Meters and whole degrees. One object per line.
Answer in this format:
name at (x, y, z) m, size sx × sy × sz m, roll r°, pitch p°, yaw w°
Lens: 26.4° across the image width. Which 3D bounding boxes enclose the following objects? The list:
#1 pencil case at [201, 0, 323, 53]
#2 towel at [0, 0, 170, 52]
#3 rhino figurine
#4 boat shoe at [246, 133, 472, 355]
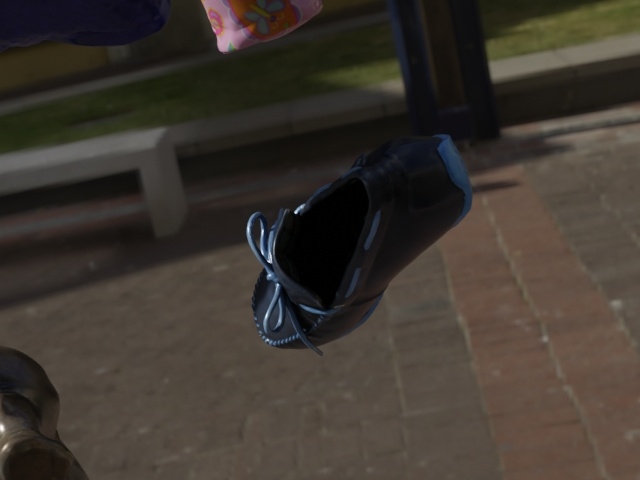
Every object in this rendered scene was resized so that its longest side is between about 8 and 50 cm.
pencil case at (-0.100, -0.329, 1.332) m, size 0.124 × 0.284 × 0.124 m, roll -23°, pitch 18°, yaw 8°
towel at (-0.237, -0.197, 0.706) m, size 0.227 × 0.076 × 0.308 m, roll -8°, pitch -28°, yaw 17°
rhino figurine at (-0.115, 0.142, 0.537) m, size 0.073 × 0.243 × 0.106 m, roll -18°, pitch 37°, yaw -16°
boat shoe at (0.000, 0.000, 0.927) m, size 0.089 × 0.109 × 0.258 m, roll -13°, pitch -26°, yaw -33°
